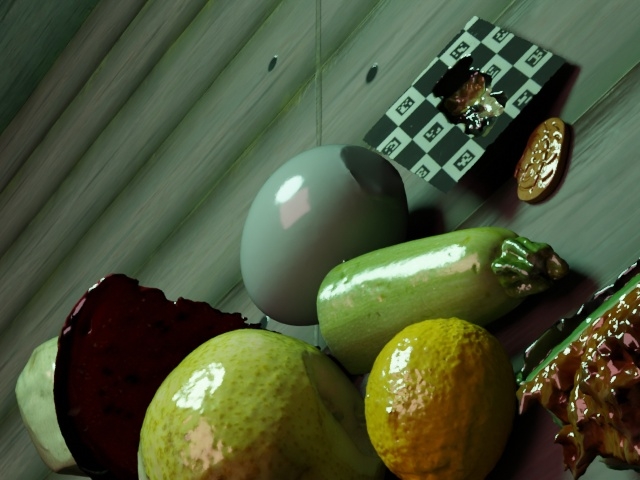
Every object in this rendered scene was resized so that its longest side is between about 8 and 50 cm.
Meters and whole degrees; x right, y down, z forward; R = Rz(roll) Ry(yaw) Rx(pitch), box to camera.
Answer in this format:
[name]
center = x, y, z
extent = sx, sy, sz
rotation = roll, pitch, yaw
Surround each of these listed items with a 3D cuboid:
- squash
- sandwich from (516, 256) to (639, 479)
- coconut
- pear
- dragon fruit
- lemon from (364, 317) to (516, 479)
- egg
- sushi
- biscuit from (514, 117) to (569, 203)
[squash]
center = 0.141, 0.039, 1.598
extent = 0.287, 0.137, 0.137
rotation = -24, 46, 40
[sandwich]
center = 0.271, 0.101, 1.194
extent = 0.250, 0.162, 0.301
rotation = -44, -1, 15
[coconut]
center = -0.314, 0.231, 2.228
extent = 0.224, 0.224, 0.224
rotation = -45, 32, 38
[pear]
center = -0.059, 0.219, 1.618
extent = 0.271, 0.271, 0.271
rotation = -45, 32, 38
[dragon fruit]
center = -0.163, 0.171, 1.775
extent = 0.282, 0.343, 0.100
rotation = -59, 31, 12
[lemon]
center = 0.111, 0.157, 1.489
extent = 0.142, 0.142, 0.187
rotation = -24, 53, 56
[egg]
center = 0.000, 0.000, 1.811
extent = 0.176, 0.176, 0.232
rotation = -100, 33, -51
[sushi]
center = 0.165, -0.136, 1.749
extent = 0.192, 0.050, 0.215
rotation = -48, 30, 0
[biscuit]
center = 0.221, -0.081, 1.630
extent = 0.078, 0.015, 0.091
rotation = -26, 45, 54
